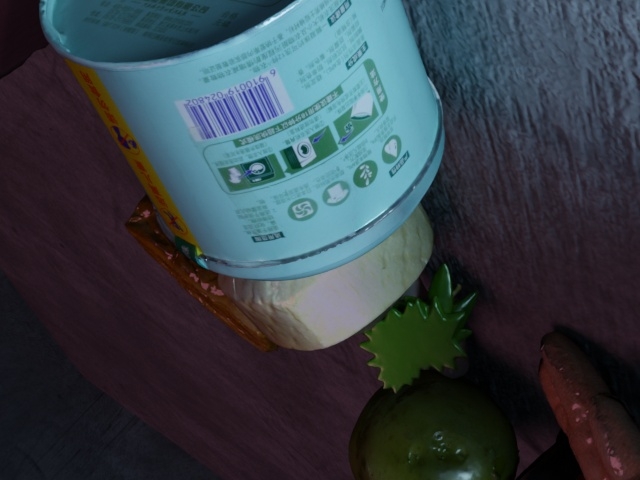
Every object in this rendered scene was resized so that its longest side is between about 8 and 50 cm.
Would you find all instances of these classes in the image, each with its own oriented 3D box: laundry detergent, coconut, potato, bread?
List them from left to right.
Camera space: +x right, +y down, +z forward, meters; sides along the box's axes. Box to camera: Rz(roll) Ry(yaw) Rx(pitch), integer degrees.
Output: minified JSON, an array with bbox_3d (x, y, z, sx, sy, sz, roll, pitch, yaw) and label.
[{"bbox_3d":[-0.145,0.031,1.805,0.294,0.132,0.167,36,159,15],"label":"bread"},{"bbox_3d":[-0.050,-0.136,1.073,0.287,0.287,0.305,26,153,39],"label":"laundry detergent"},{"bbox_3d":[0.000,0.000,1.337,0.259,0.259,0.259,37,159,17],"label":"coconut"},{"bbox_3d":[0.145,0.271,1.602,0.216,0.216,0.304,48,-174,-13],"label":"potato"}]

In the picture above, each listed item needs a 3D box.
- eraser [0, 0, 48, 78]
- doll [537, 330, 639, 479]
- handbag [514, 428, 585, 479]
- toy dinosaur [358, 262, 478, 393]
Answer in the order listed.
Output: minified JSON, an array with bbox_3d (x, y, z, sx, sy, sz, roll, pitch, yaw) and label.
[{"bbox_3d":[-0.298,-0.297,1.232,0.122,0.272,0.359,51,162,-4],"label":"eraser"},{"bbox_3d":[0.349,0.222,1.318,0.201,0.156,0.303,65,180,-62],"label":"doll"},{"bbox_3d":[0.337,0.337,1.464,0.215,0.169,0.155,34,157,24],"label":"handbag"},{"bbox_3d":[0.137,0.096,1.482,0.194,0.152,0.177,55,-163,-6],"label":"toy dinosaur"}]
